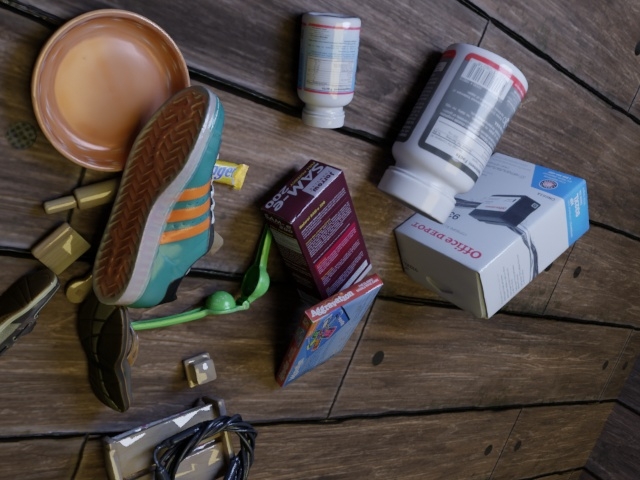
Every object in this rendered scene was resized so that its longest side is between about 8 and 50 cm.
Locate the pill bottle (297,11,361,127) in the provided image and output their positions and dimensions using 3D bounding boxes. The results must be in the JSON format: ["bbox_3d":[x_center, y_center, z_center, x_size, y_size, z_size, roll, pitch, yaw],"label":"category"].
[{"bbox_3d":[0.010,-0.255,0.970,0.087,0.087,0.160,-13,119,-36],"label":"pill bottle"}]

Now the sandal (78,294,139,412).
[{"bbox_3d":[-0.292,0.157,0.931,0.060,0.090,0.219,-41,143,-47],"label":"sandal"}]

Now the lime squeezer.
[{"bbox_3d":[-0.148,0.071,1.025,0.310,0.059,0.110,-41,132,-16],"label":"lime squeezer"}]

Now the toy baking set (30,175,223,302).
[{"bbox_3d":[-0.266,-0.005,0.908,0.256,0.030,0.196,-24,130,-24],"label":"toy baking set"}]

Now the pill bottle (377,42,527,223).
[{"bbox_3d":[0.226,-0.183,1.138,0.161,0.161,0.283,26,94,-45],"label":"pill bottle"}]

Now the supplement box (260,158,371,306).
[{"bbox_3d":[0.000,0.000,1.073,0.130,0.073,0.239,-47,141,-25],"label":"supplement box"}]

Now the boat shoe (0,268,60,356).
[{"bbox_3d":[-0.394,0.100,0.837,0.152,0.056,0.049,-41,138,-4],"label":"boat shoe"}]

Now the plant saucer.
[{"bbox_3d":[-0.261,-0.186,0.811,0.200,0.037,0.200,-18,121,-32],"label":"plant saucer"}]

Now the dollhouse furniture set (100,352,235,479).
[{"bbox_3d":[-0.310,0.390,1.054,0.303,0.174,0.355,-13,96,-36],"label":"dollhouse furniture set"}]

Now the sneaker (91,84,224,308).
[{"bbox_3d":[-0.190,-0.051,0.851,0.121,0.108,0.302,15,103,-55],"label":"sneaker"}]

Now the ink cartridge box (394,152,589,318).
[{"bbox_3d":[0.335,-0.021,1.268,0.307,0.223,0.129,-36,130,-21],"label":"ink cartridge box"}]

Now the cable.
[{"bbox_3d":[-0.171,0.357,1.021,0.184,0.047,0.150,-19,99,-36],"label":"cable"}]

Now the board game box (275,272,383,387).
[{"bbox_3d":[0.008,0.163,1.127,0.145,0.027,0.281,-27,158,-29],"label":"board game box"}]

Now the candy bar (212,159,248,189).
[{"bbox_3d":[-0.176,-0.106,0.937,0.161,0.018,0.040,10,105,-43],"label":"candy bar"}]
